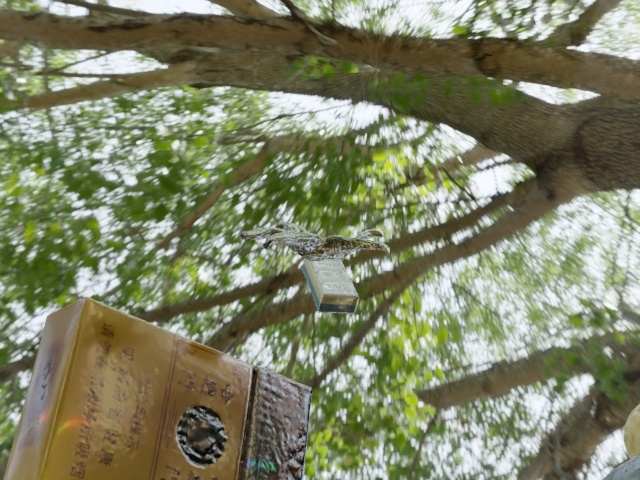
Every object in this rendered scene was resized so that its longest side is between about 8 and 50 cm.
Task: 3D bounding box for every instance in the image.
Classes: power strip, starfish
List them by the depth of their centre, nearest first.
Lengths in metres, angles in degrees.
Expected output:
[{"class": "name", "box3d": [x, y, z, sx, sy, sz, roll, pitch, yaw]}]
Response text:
[{"class": "starfish", "box3d": [0.000, 0.002, 1.272, 0.217, 0.224, 0.050, 1, -85, 47]}, {"class": "power strip", "box3d": [0.012, 0.059, 1.451, 0.056, 0.123, 0.032, 4, -62, -17]}]

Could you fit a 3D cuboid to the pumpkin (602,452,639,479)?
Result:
[{"class": "pumpkin", "box3d": [0.221, 0.252, 0.570, 0.296, 0.296, 0.295, 1, -80, 3]}]

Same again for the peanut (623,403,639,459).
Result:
[{"class": "peanut", "box3d": [0.453, 0.276, 1.128, 0.147, 0.305, 0.146, -9, -70, -28]}]

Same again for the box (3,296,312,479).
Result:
[{"class": "box", "box3d": [-0.202, 0.273, 1.401, 0.415, 0.264, 0.116, 29, -36, -34]}]
